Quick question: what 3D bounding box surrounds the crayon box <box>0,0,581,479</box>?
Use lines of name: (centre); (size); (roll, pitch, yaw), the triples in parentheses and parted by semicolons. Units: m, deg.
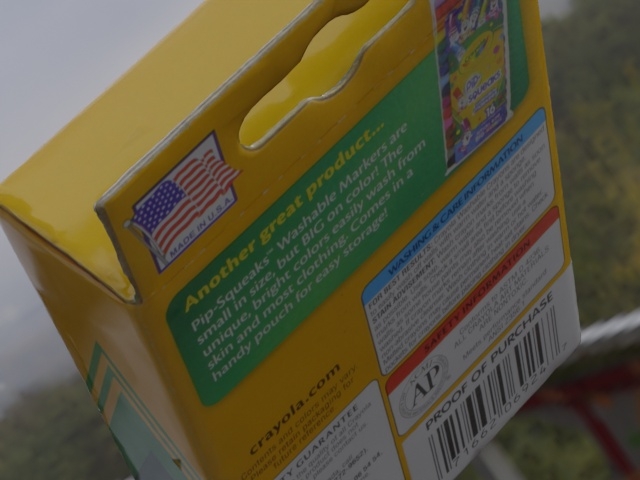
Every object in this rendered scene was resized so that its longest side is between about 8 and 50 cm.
crayon box: (0.000, 0.000, 0.736); (0.203, 0.083, 0.323); (-44, -32, -20)
